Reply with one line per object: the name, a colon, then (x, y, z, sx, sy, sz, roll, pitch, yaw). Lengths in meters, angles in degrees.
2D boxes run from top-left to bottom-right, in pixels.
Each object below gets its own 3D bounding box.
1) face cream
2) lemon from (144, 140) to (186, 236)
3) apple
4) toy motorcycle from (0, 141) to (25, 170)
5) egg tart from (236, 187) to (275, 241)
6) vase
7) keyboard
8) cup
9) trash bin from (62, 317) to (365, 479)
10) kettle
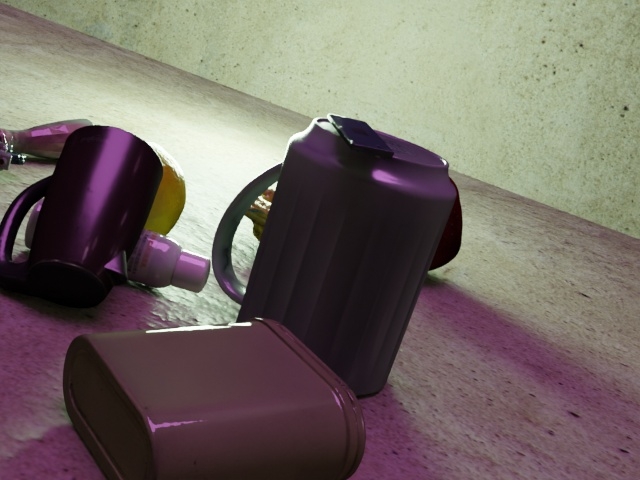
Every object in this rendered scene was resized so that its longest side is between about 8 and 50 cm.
face cream: (-0.294, 0.014, 1.341, 0.269, 0.082, 0.082, 19, 16, -3)
lemon: (-0.303, -0.075, 1.453, 0.178, 0.178, 0.203, 19, 19, 2)
apple: (0.186, -0.045, 1.828, 0.201, 0.218, 0.218, -4, 12, 12)
toy motorcycle: (-0.623, -0.169, 1.569, 0.213, 0.082, 0.122, 17, 15, -1)
egg tart: (-0.035, -0.013, 1.685, 0.291, 0.107, 0.291, 17, 11, -4)
vase: (-0.538, -0.192, 1.756, 0.086, 0.086, 0.214, 29, 24, 33)
keyboard: (0.048, -0.132, 1.137, 0.055, 0.014, 0.176, 14, 16, -13)
cup: (0.000, 0.000, 1.273, 0.323, 0.327, 0.237, 25, 17, 25)
trash bin: (-0.116, 0.173, 0.960, 0.247, 0.121, 0.243, 3, 23, -37)
kettle: (-0.333, -0.028, 1.224, 0.202, 0.144, 0.232, 6, 52, 6)
